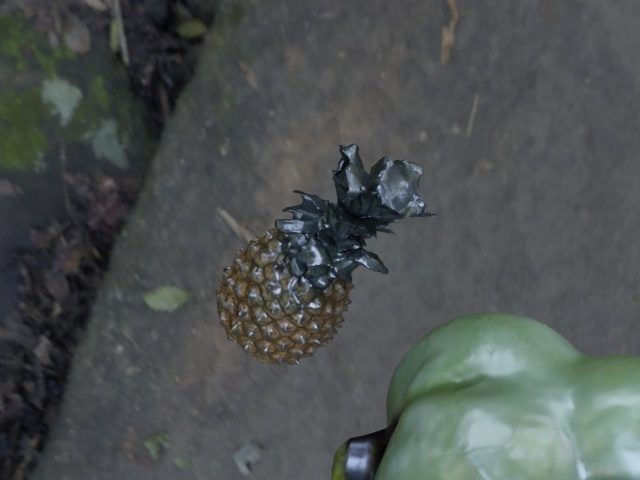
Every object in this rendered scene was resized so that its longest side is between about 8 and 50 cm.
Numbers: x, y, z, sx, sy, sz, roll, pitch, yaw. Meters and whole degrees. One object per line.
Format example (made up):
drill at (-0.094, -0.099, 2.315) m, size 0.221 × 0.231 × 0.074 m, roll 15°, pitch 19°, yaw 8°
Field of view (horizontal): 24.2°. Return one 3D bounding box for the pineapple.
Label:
pineapple at (0.000, 0.000, 0.584) m, size 0.058 × 0.124 × 0.058 m, roll 14°, pitch 51°, yaw -18°

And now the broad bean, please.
broad bean at (0.116, 0.111, 0.571) m, size 0.228 × 0.169 × 0.100 m, roll 10°, pitch 45°, yaw 6°
